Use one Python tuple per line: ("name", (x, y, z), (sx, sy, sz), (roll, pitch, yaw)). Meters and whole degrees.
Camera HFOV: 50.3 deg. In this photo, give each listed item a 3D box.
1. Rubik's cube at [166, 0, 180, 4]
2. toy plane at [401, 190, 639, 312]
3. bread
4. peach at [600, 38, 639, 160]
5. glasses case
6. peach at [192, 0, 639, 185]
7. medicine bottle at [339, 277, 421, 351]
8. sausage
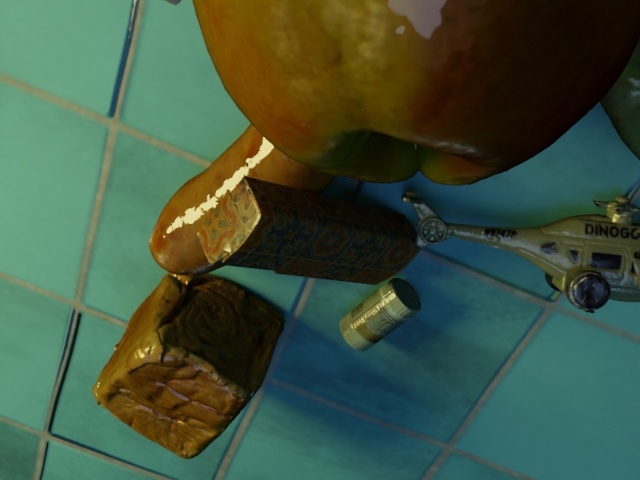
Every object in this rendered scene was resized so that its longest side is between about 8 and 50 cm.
("Rubik's cube", (-0.125, -0.245, 0.560), (0.073, 0.075, 0.084), (18, 83, -2))
("toy plane", (0.217, 0.003, 0.654), (0.286, 0.092, 0.108), (7, 100, 4))
("bread", (-0.141, 0.129, 0.743), (0.149, 0.158, 0.143), (33, 119, -16))
("peach", (0.331, -0.139, 0.492), (0.235, 0.214, 0.214), (-17, 119, -7))
("glasses case", (0.000, 0.000, 0.629), (0.218, 0.049, 0.075), (10, 132, -46))
("peach", (0.057, -0.202, 0.438), (0.307, 0.308, 0.332), (-8, 85, 14))
("medicine bottle", (0.064, 0.081, 0.743), (0.047, 0.047, 0.083), (40, 118, -15))
("sausage", (-0.063, -0.058, 0.652), (0.109, 0.109, 0.270), (42, 117, -16))
